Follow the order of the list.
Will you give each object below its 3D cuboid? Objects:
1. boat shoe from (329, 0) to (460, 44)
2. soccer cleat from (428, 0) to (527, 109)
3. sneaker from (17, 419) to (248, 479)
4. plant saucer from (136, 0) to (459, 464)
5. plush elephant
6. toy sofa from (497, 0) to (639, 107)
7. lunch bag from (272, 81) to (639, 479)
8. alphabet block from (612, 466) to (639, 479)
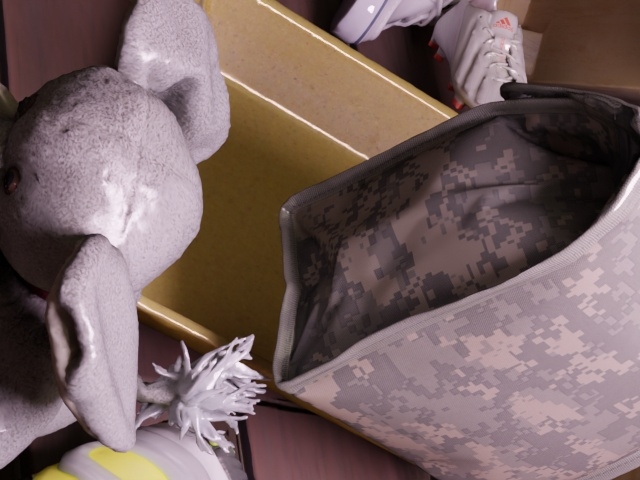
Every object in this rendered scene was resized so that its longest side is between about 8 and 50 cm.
[{"bbox_3d":[0.091,-0.236,1.458,0.084,0.095,0.258,39,44,-4],"label":"boat shoe"},{"bbox_3d":[0.142,-0.150,1.371,0.068,0.076,0.196,27,24,-28],"label":"soccer cleat"},{"bbox_3d":[-0.071,0.284,0.931,0.147,0.145,0.384,-9,52,-33],"label":"sneaker"},{"bbox_3d":[0.000,0.000,1.226,0.333,0.081,0.332,30,45,-19],"label":"plant saucer"},{"bbox_3d":[-0.169,-0.002,0.894,0.330,0.255,0.271,12,49,-6],"label":"plush elephant"},{"bbox_3d":[0.283,-0.186,1.378,0.177,0.362,0.150,16,91,-23],"label":"toy sofa"},{"bbox_3d":[0.149,0.029,1.019,0.235,0.287,0.169,35,43,-37],"label":"lunch bag"},{"bbox_3d":[0.288,0.251,1.197,0.192,0.193,0.197,37,44,-14],"label":"alphabet block"}]
